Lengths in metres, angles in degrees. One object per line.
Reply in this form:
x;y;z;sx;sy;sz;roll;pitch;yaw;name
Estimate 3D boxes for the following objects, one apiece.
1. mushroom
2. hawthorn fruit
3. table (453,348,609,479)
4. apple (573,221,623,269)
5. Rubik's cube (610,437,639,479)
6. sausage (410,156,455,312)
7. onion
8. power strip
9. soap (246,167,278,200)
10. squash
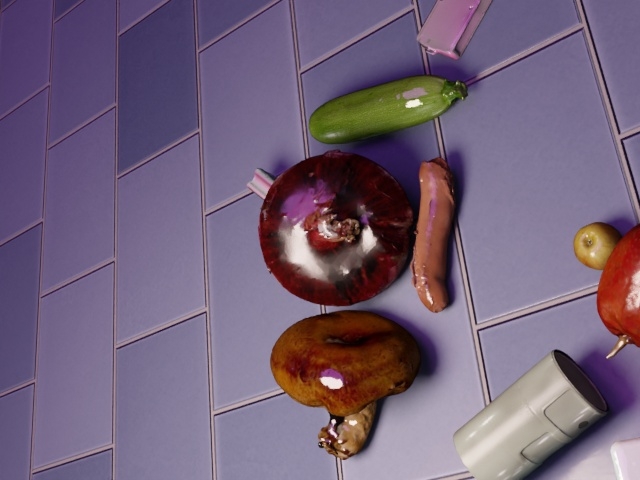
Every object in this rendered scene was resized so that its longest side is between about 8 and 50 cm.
0.042;0.238;1.621;0.254;0.267;0.267;110;145;-45;mushroom
0.509;0.080;1.291;0.189;0.190;0.251;39;113;42;hawthorn fruit
0.333;0.290;1.384;0.220;0.126;0.126;-44;50;19;table
0.457;0.008;1.426;0.084;0.071;0.083;-16;63;35;apple
0.536;0.384;0.999;0.319;0.316;0.321;-15;62;16;Rubik's cube
0.215;-0.012;1.641;0.078;0.078;0.304;-5;73;39;sausage
0.023;-0.018;1.673;0.314;0.232;0.313;1;94;12;onion
0.300;-0.502;1.783;0.109;0.038;0.278;34;96;43;power strip
-0.081;-0.095;1.906;0.149;0.100;0.056;39;102;41;soap
0.121;-0.271;1.801;0.395;0.107;0.107;-9;68;37;squash
